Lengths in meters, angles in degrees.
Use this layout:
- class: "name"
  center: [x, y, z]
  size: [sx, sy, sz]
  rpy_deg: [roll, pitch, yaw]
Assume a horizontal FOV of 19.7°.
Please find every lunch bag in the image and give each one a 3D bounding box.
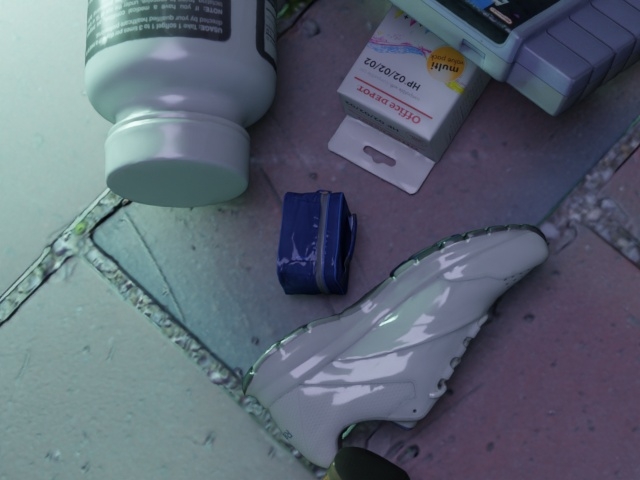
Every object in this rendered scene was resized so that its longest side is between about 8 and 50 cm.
- class: "lunch bag"
  center: [0.000, 0.000, 1.670]
  size: [0.065, 0.067, 0.098]
  rpy_deg: [2, 71, 10]

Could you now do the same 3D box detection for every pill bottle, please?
- class: "pill bottle"
  center: [-0.128, -0.200, 1.699]
  size: [0.176, 0.176, 0.318]
  rpy_deg: [-3, 71, 8]

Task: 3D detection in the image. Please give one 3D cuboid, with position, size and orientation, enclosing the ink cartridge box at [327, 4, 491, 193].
- class: "ink cartridge box"
  center: [0.089, -0.147, 1.707]
  size: [0.104, 0.061, 0.181]
  rpy_deg: [29, 79, 17]

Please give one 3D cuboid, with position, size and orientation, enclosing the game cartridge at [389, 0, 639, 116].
- class: "game cartridge"
  center: [0.141, -0.267, 1.677]
  size: [0.355, 0.068, 0.230]
  rpy_deg: [38, 40, 18]

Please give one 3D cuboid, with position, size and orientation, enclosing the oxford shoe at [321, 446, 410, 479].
- class: "oxford shoe"
  center: [0.089, 0.262, 1.577]
  size: [0.212, 0.076, 0.076]
  rpy_deg: [35, 125, 7]

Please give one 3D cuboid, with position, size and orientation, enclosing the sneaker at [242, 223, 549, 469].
- class: "sneaker"
  center: [0.080, 0.088, 1.624]
  size: [0.297, 0.111, 0.129]
  rpy_deg: [-34, 85, 2]
